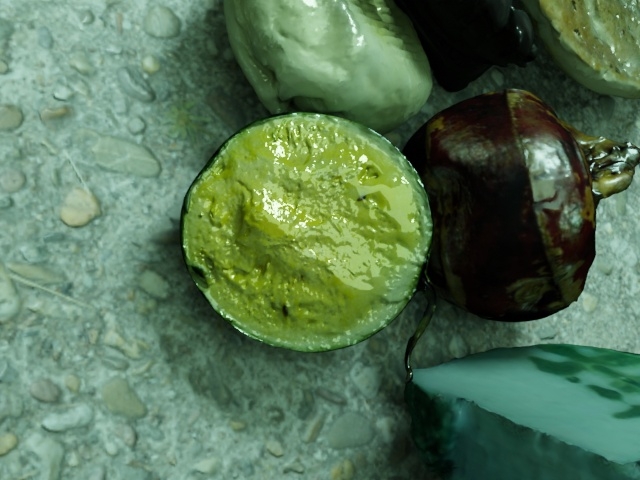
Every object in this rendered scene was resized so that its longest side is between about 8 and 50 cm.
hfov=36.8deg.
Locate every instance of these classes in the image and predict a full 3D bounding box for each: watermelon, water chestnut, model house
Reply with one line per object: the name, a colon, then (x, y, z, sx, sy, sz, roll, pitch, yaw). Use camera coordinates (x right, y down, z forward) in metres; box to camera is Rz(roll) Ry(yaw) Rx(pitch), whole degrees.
watermelon: (-0.006, -0.005, 0.857, 0.232, 0.127, 0.204, 16, 87, -4)
water chestnut: (0.187, -0.032, 0.908, 0.238, 0.223, 0.224, -12, 83, 5)
model house: (0.234, 0.286, 0.884, 0.295, 0.251, 0.329, -6, 104, -50)

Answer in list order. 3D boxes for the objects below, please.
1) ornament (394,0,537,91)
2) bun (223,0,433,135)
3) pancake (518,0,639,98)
ornament: (0.121, -0.261, 0.910, 0.106, 0.260, 0.251, -37, 97, 1)
bun: (-0.002, -0.194, 0.904, 0.229, 0.145, 0.229, 47, 24, -29)
pancake: (0.279, -0.320, 1.057, 0.387, 0.082, 0.387, 24, 50, -31)
